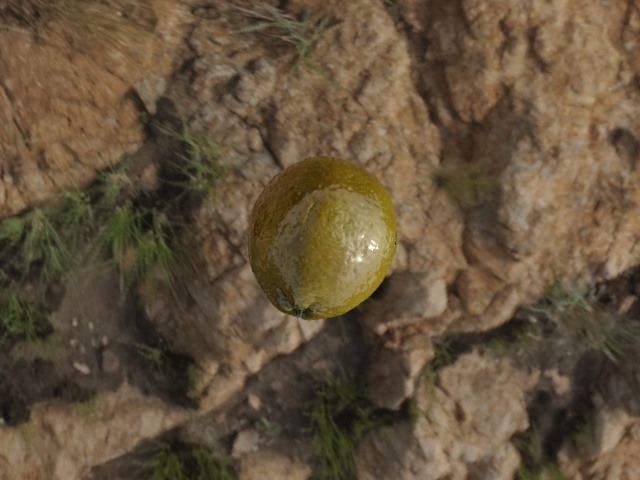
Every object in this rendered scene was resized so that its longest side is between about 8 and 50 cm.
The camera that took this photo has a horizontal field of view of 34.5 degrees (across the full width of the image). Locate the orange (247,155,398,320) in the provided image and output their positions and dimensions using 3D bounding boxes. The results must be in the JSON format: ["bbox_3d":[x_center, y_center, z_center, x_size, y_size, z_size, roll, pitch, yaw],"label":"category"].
[{"bbox_3d":[0.000,0.000,0.587,0.085,0.085,0.095,31,69,-27],"label":"orange"}]
